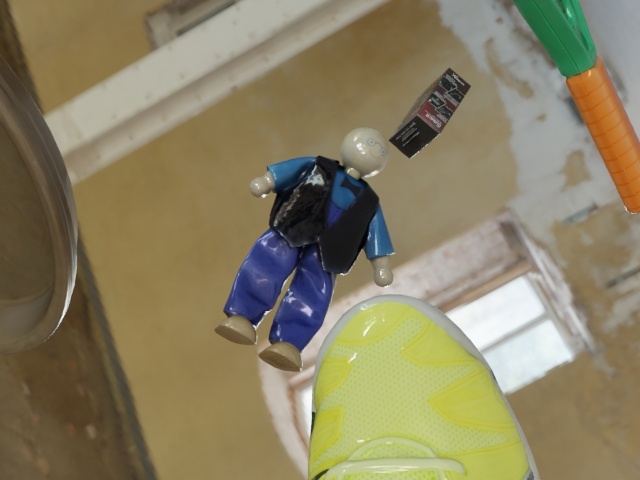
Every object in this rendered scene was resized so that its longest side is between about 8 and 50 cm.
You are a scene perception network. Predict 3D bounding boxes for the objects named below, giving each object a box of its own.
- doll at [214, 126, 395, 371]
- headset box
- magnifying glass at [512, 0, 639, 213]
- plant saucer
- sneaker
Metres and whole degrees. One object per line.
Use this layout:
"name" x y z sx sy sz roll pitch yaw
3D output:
"doll" 0.000 0.000 0.789 0.129 0.189 0.046 31 160 -13
"headset box" 0.108 -0.125 1.097 0.032 0.083 0.062 40 149 -6
"magnifying glass" 0.133 -0.117 0.603 0.231 0.026 0.092 58 -150 -17
"plant saucer" -0.254 -0.050 0.681 0.041 0.278 0.278 -45 -69 -43
"sneaker" 0.053 0.203 0.564 0.147 0.145 0.384 61 -156 -64
